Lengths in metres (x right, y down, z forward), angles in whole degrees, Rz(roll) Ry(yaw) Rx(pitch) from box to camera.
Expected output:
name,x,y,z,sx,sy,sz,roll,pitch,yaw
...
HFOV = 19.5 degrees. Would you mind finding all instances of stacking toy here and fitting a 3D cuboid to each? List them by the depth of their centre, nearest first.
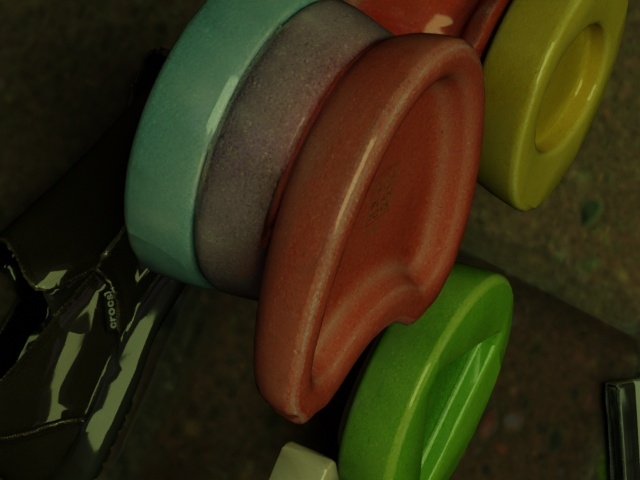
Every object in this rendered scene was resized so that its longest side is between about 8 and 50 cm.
name,x,y,z,sx,sy,sz,roll,pitch,yaw
stacking toy,0.000,0.000,0.815,0.309,0.130,0.279,-27,136,-61

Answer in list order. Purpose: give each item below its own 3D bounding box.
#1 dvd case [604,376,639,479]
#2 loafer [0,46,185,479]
name,x,y,z,sx,sy,sz,roll,pitch,yaw
dvd case,0.256,0.145,1.025,0.221,0.018,0.164,-6,95,-25
loafer,-0.102,0.007,0.821,0.078,0.080,0.220,25,81,-24
